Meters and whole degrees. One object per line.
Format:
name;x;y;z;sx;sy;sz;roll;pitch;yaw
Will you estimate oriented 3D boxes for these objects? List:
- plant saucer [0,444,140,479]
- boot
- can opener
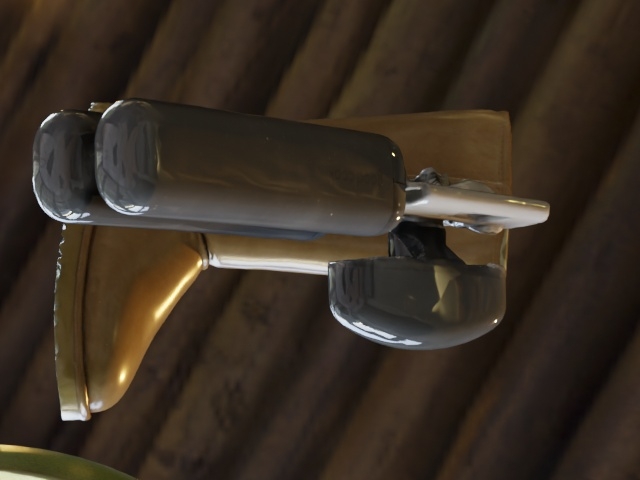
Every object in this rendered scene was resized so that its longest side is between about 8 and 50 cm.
plant saucer;-0.138;0.169;0.870;0.241;0.241;0.037;-32;-146;34
boot;-0.019;0.007;1.098;0.269;0.089;0.236;4;-122;1
can opener;0.000;0.000;0.793;0.076;0.283;0.095;-5;-96;41
